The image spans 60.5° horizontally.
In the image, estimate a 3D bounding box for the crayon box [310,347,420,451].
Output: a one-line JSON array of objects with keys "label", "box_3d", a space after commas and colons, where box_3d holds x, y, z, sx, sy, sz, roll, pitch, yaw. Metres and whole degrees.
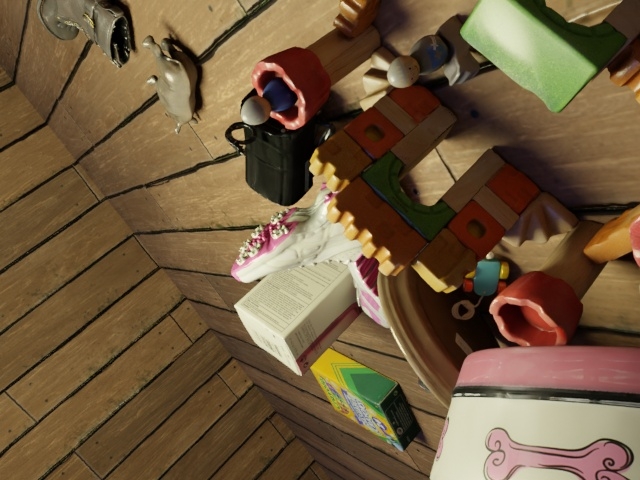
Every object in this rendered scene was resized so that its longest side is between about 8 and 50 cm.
[{"label": "crayon box", "box_3d": [0.100, 0.419, 1.501, 0.323, 0.083, 0.203, 17, 141, 49]}]

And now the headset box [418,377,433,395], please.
[{"label": "headset box", "box_3d": [0.239, 0.296, 1.154, 0.062, 0.032, 0.083, 32, 150, 31]}]

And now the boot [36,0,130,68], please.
[{"label": "boot", "box_3d": [-0.494, -0.453, 1.166, 0.229, 0.091, 0.263, 47, 153, 2]}]

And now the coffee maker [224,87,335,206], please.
[{"label": "coffee maker", "box_3d": [-0.072, -0.143, 0.841, 0.120, 0.171, 0.178, 54, 158, 26]}]

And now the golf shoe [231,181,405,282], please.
[{"label": "golf shoe", "box_3d": [0.000, 0.000, 0.848, 0.306, 0.115, 0.140, -32, 113, 21]}]

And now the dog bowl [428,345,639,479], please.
[{"label": "dog bowl", "box_3d": [0.316, 0.202, 0.546, 0.409, 0.150, 0.408, 5, 164, 2]}]

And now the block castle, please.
[{"label": "block castle", "box_3d": [0.133, -0.103, 0.520, 0.453, 0.213, 0.303, 44, 155, 7]}]

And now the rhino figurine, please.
[{"label": "rhino figurine", "box_3d": [-0.289, -0.294, 1.092, 0.106, 0.073, 0.243, 47, 157, 10]}]

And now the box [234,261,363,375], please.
[{"label": "box", "box_3d": [-0.024, 0.119, 1.076, 0.149, 0.232, 0.126, 26, 148, 39]}]

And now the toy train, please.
[{"label": "toy train", "box_3d": [0.185, 0.025, 0.767, 0.166, 0.125, 0.046, 51, -166, -16]}]

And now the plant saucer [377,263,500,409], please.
[{"label": "plant saucer", "box_3d": [0.188, 0.134, 0.793, 0.041, 0.278, 0.278, -39, 94, 25]}]

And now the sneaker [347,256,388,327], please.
[{"label": "sneaker", "box_3d": [0.101, 0.079, 0.973, 0.111, 0.103, 0.252, 4, 131, 54]}]
